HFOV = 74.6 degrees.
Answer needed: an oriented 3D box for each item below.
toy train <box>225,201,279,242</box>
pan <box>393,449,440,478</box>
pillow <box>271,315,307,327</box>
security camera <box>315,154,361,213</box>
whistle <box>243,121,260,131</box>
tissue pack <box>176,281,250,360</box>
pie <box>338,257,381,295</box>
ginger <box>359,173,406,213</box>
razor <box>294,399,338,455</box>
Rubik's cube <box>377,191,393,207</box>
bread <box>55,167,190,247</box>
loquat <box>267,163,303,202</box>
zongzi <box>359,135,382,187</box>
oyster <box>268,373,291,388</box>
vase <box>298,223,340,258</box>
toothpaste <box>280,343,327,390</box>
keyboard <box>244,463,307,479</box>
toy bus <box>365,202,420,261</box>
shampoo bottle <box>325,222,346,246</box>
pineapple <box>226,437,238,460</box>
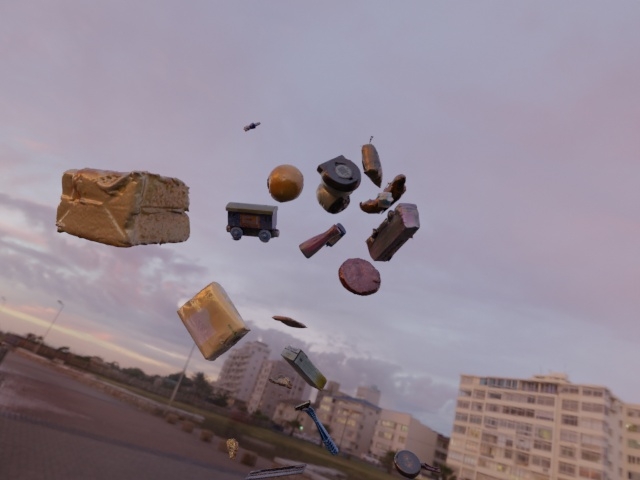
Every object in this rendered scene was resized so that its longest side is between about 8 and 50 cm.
[{"bbox_3d":[-0.365,-0.102,2.266,0.300,0.201,0.131,5,17,8],"label":"toy train"},{"bbox_3d":[0.407,0.933,1.742,0.212,0.114,0.040,15,-59,-9],"label":"pan"},{"bbox_3d":[-0.170,0.448,2.302,0.135,0.034,0.211,2,-22,31],"label":"pillow"},{"bbox_3d":[0.073,-0.250,2.058,0.191,0.197,0.277,49,-33,16],"label":"security camera"},{"bbox_3d":[-0.314,-0.524,1.933,0.083,0.033,0.029,-24,-30,-2],"label":"whistle"},{"bbox_3d":[-0.377,0.281,1.474,0.222,0.186,0.090,52,0,19],"label":"tissue pack"},{"bbox_3d":[0.131,0.122,1.396,0.155,0.154,0.036,21,-42,-3],"label":"pie"},{"bbox_3d":[0.352,-0.236,2.258,0.309,0.107,0.133,-37,-65,23],"label":"ginger"},{"bbox_3d":[-0.004,0.758,1.703,0.082,0.042,0.253,-33,-88,19],"label":"razor"},{"bbox_3d":[0.330,-0.216,2.154,0.075,0.084,0.073,-2,-52,-8],"label":"Rubik's cube"},{"bbox_3d":[-0.746,-0.132,1.628,0.390,0.279,0.371,9,4,21],"label":"bread"},{"bbox_3d":[-0.125,-0.203,1.519,0.141,0.141,0.141,16,-25,8],"label":"loquat"},{"bbox_3d":[0.239,-0.351,1.920,0.081,0.188,0.178,-14,-23,17],"label":"zongzi"},{"bbox_3d":[-0.183,0.639,1.898,0.086,0.029,0.132,-3,9,-22],"label":"oyster"},{"bbox_3d":[0.000,0.000,2.111,0.214,0.086,0.086,-34,-43,7],"label":"vase"},{"bbox_3d":[-0.071,0.579,1.904,0.089,0.071,0.312,13,-33,39],"label":"toothpaste"},{"bbox_3d":[-0.145,0.753,1.363,0.198,0.010,0.064,-13,-7,10],"label":"keyboard"},{"bbox_3d":[0.316,-0.029,1.838,0.113,0.137,0.317,2,-32,-22],"label":"toy bus"},{"bbox_3d":[0.080,-0.024,2.620,0.050,0.087,0.183,-12,-26,-52],"label":"shampoo bottle"},{"bbox_3d":[-0.311,0.735,1.495,0.019,0.045,0.083,43,4,-33],"label":"pineapple"}]
